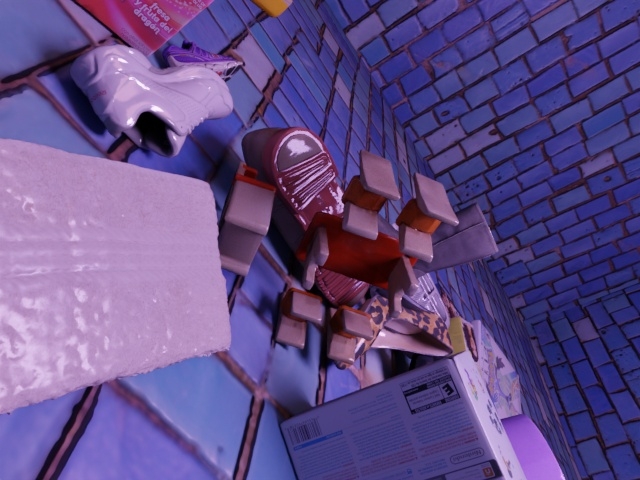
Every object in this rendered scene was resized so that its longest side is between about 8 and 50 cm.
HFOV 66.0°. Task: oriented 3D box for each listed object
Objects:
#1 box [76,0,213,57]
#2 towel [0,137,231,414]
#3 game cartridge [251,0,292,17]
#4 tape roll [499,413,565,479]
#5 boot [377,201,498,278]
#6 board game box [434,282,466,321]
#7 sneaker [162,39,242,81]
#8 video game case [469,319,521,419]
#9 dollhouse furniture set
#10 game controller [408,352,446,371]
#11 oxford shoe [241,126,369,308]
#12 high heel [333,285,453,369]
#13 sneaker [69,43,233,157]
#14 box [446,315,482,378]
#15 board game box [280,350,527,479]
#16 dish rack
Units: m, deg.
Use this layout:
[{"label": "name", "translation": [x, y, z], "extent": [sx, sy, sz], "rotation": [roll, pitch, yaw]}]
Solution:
[{"label": "box", "translation": [-0.279, -0.398, 0.592], "extent": [0.300, 0.142, 0.154], "rotation": [37, 31, -47]}, {"label": "towel", "translation": [-0.176, 0.025, 0.415], "extent": [0.282, 0.049, 0.187], "rotation": [5, 75, -64]}, {"label": "game cartridge", "translation": [-0.184, -0.464, 0.637], "extent": [0.285, 0.053, 0.324], "rotation": [61, 22, 7]}, {"label": "tape roll", "translation": [0.426, 0.510, 1.021], "extent": [0.275, 0.090, 0.274], "rotation": [-16, 90, -89]}, {"label": "boot", "translation": [0.204, -0.018, 0.941], "extent": [0.189, 0.209, 0.076], "rotation": [59, 23, -7]}, {"label": "board game box", "translation": [0.388, 0.259, 1.423], "extent": [0.243, 0.042, 0.165], "rotation": [50, 25, -28]}, {"label": "sneaker", "translation": [-0.182, -0.283, 0.776], "extent": [0.071, 0.068, 0.170], "rotation": [55, 23, -3]}, {"label": "video game case", "translation": [0.492, 0.437, 1.371], "extent": [0.300, 0.036, 0.329], "rotation": [50, 37, -28]}, {"label": "dollhouse furniture set", "translation": [0.000, 0.000, 0.632], "extent": [0.259, 0.262, 0.135], "rotation": [20, 34, -13]}, {"label": "game controller", "translation": [0.241, 0.316, 0.969], "extent": [0.319, 0.067, 0.166], "rotation": [33, 54, -51]}, {"label": "oxford shoe", "translation": [-0.014, -0.033, 0.788], "extent": [0.130, 0.123, 0.348], "rotation": [24, -35, 47]}, {"label": "high heel", "translation": [0.130, 0.173, 0.808], "extent": [0.186, 0.093, 0.261], "rotation": [42, 35, 4]}, {"label": "sneaker", "translation": [-0.188, -0.155, 0.610], "extent": [0.232, 0.090, 0.115], "rotation": [-16, 85, -58]}, {"label": "box", "translation": [0.355, 0.312, 1.216], "extent": [0.087, 0.058, 0.232], "rotation": [32, 47, -44]}, {"label": "board game box", "translation": [0.116, 0.305, 0.541], "extent": [0.097, 0.224, 0.303], "rotation": [15, 51, -64]}, {"label": "dish rack", "translation": [0.182, 0.109, 1.110], "extent": [0.285, 0.072, 0.333], "rotation": [64, 22, 2]}]
